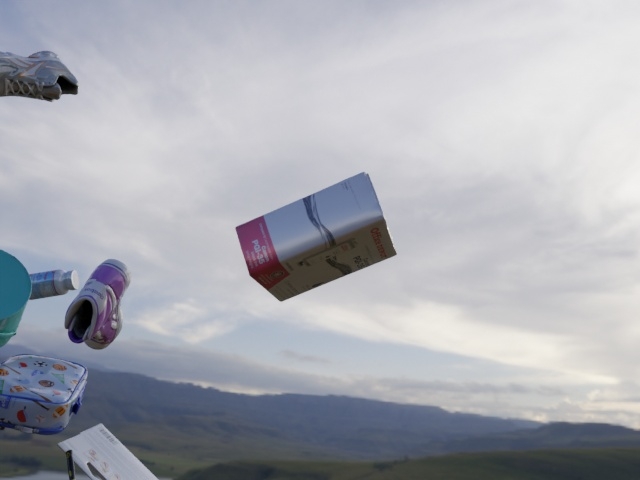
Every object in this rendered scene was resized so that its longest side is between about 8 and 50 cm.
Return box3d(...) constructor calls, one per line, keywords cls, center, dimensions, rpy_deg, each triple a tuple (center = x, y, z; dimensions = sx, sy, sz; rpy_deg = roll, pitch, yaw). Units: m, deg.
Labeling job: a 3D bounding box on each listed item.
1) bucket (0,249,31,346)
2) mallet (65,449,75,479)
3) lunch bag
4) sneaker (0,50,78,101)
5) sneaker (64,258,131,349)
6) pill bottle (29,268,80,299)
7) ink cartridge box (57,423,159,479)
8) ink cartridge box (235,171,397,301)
box3d(cls="bucket", center=(-0.945, 0.159, 1.527), dimensions=(0.281, 0.281, 0.183), rpy_deg=(19, -47, -34))
box3d(cls="mallet", center=(-0.637, 0.622, 1.421), dimensions=(0.062, 0.190, 0.039), rpy_deg=(-36, -44, -10))
box3d(cls="lunch bag", center=(-0.755, 0.408, 1.491), dimensions=(0.243, 0.114, 0.303), rpy_deg=(16, 6, -13))
box3d(cls="sneaker", center=(-0.676, -0.369, 1.299), dimensions=(0.121, 0.262, 0.099), rpy_deg=(39, -54, 6))
box3d(cls="sneaker", center=(-0.504, 0.179, 1.211), dimensions=(0.102, 0.161, 0.282), rpy_deg=(23, -50, -3))
box3d(cls="pill bottle", center=(-0.886, 0.142, 1.843), dimensions=(0.160, 0.087, 0.087), rpy_deg=(-9, -22, -2))
box3d(cls="ink cartridge box", center=(-0.633, 0.681, 1.657), dimensions=(0.275, 0.060, 0.239), rpy_deg=(39, 3, 10))
box3d(cls="ink cartridge box", center=(0.000, 0.000, 1.147), dimensions=(0.283, 0.117, 0.207), rpy_deg=(-23, -25, 5))
